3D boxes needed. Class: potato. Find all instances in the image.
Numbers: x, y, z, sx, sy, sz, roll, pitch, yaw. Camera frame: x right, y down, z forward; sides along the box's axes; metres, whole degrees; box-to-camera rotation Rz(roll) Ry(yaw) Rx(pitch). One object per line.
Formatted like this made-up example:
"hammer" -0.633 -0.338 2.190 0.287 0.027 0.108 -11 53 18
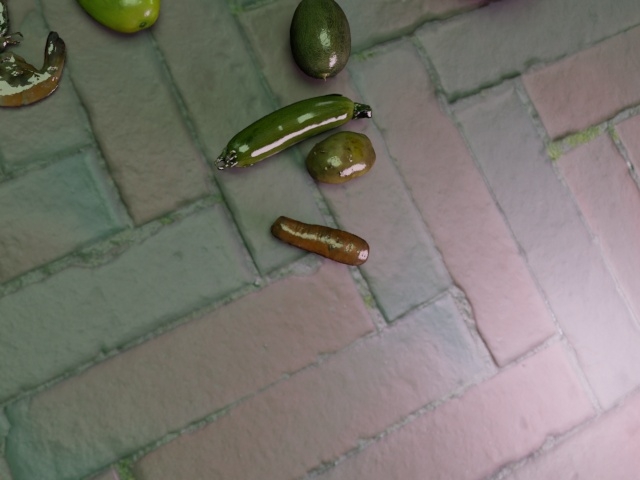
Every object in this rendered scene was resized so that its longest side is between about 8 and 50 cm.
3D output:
"potato" 0.040 -0.154 1.228 0.138 0.070 0.091 -26 78 -18

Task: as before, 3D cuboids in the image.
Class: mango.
"mango" -0.364 -0.431 1.183 0.163 0.089 0.117 18 84 3

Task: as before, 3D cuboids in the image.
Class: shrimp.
"shrimp" -0.526 -0.373 1.150 0.169 0.058 0.295 3 82 -22

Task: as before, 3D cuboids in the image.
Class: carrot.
"carrot" 0.000 0.000 1.198 0.186 0.060 0.060 17 77 -10

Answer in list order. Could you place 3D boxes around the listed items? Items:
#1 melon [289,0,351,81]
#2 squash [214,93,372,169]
"melon" -0.001 -0.372 1.238 0.114 0.114 0.167 -2 80 -14
"squash" -0.056 -0.203 1.213 0.319 0.071 0.080 -24 77 -18
